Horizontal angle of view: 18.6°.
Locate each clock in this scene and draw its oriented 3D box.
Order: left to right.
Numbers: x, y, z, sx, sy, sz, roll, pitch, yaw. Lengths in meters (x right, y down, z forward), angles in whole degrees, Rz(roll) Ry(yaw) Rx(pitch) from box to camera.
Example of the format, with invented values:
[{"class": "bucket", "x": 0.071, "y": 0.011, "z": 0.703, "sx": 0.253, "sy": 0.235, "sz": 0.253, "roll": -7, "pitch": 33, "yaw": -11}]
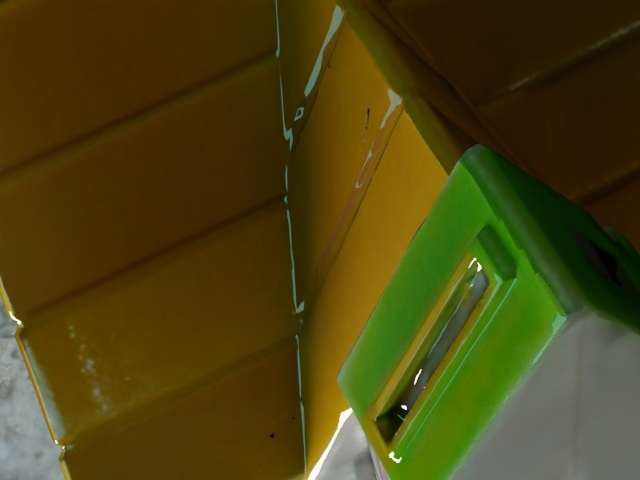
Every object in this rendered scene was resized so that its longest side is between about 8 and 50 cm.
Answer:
[{"class": "clock", "x": 0.001, "y": 0.000, "z": 0.481, "sx": 0.235, "sy": 0.166, "sz": 0.309, "roll": 59, "pitch": 169, "yaw": 29}]
